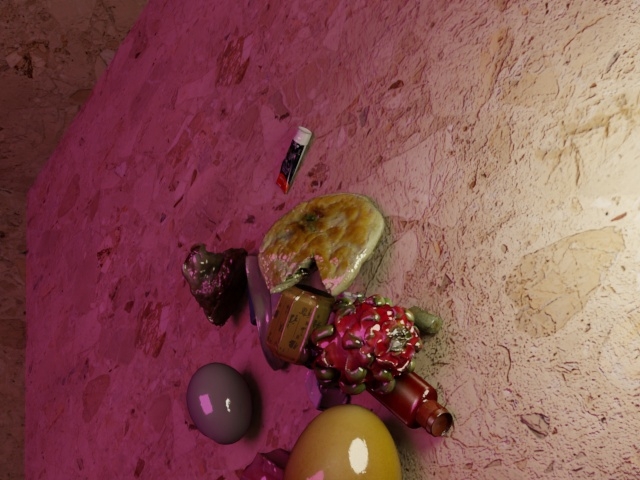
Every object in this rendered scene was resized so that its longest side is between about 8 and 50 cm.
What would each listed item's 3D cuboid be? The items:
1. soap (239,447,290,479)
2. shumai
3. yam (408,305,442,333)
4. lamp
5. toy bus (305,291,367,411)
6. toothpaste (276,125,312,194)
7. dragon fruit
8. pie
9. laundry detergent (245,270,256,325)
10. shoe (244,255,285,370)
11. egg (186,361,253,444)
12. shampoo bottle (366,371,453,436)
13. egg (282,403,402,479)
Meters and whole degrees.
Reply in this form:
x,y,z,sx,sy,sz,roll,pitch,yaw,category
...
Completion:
x,y,z,sx,sy,sz,roll,pitch,yaw,category
-0.086,0.637,1.802,0.325,0.127,0.220,8,84,54,soap
-0.321,0.108,2.229,0.186,0.184,0.218,25,122,17,shumai
0.219,0.170,1.632,0.094,0.043,0.043,29,101,53,yam
-0.044,0.209,1.872,0.161,0.161,0.184,23,98,53,lamp
0.050,0.263,1.782,0.112,0.090,0.273,37,109,58,toy bus
-0.079,-0.228,2.156,0.071,0.045,0.193,55,127,46,toothpaste
0.079,0.227,1.588,0.273,0.198,0.218,-36,88,8,dragon fruit
0.000,0.000,1.841,0.338,0.075,0.337,-16,48,19,pie
-0.172,0.133,2.139,0.096,0.061,0.206,-50,41,48,laundry detergent
-0.100,0.178,1.994,0.124,0.159,0.316,-127,23,-75,shoe
-0.273,0.448,2.068,0.176,0.176,0.231,-47,51,33,egg
0.176,0.325,1.617,0.260,0.064,0.102,35,98,51,shampoo bottle
0.046,0.502,1.572,0.250,0.250,0.322,-19,58,49,egg
